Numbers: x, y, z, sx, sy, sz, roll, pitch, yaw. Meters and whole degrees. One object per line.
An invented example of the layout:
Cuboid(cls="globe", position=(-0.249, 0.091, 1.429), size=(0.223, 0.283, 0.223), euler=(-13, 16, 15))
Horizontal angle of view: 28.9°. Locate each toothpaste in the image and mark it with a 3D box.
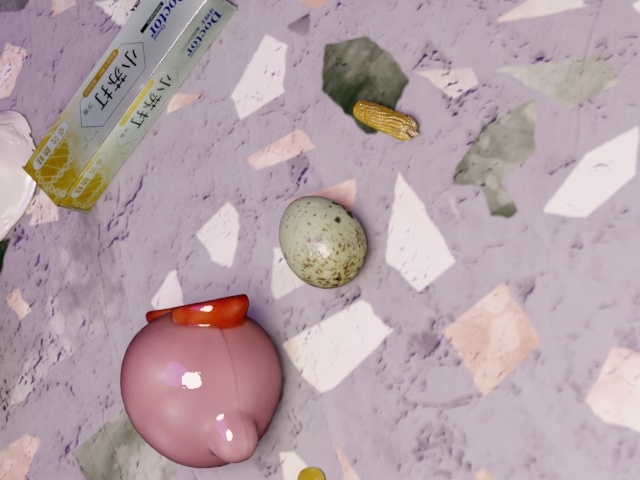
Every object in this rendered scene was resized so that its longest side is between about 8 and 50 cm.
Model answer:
Cuboid(cls="toothpaste", position=(-0.225, -0.178, 1.462), size=(0.089, 0.071, 0.313), euler=(44, 103, 28))

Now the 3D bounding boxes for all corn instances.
Cuboid(cls="corn", position=(0.069, -0.124, 1.281), size=(0.083, 0.027, 0.028), euler=(29, 78, 36))

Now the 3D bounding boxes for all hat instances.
Cuboid(cls="hat", position=(-0.466, -0.091, 1.560), size=(0.203, 0.126, 0.203), euler=(-9, 74, 35))

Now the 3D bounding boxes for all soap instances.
Cuboid(cls="soap", position=(-0.010, 0.273, 1.245), size=(0.034, 0.012, 0.089), euler=(-8, 74, 31))

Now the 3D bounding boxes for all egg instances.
Cuboid(cls="egg", position=(0.000, 0.000, 1.260), size=(0.085, 0.085, 0.110), euler=(-51, 54, 12))

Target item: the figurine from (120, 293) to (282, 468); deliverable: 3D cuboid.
Cuboid(cls="figurine", position=(-0.119, 0.146, 1.254), size=(0.173, 0.173, 0.173), euler=(-8, 74, 31))
